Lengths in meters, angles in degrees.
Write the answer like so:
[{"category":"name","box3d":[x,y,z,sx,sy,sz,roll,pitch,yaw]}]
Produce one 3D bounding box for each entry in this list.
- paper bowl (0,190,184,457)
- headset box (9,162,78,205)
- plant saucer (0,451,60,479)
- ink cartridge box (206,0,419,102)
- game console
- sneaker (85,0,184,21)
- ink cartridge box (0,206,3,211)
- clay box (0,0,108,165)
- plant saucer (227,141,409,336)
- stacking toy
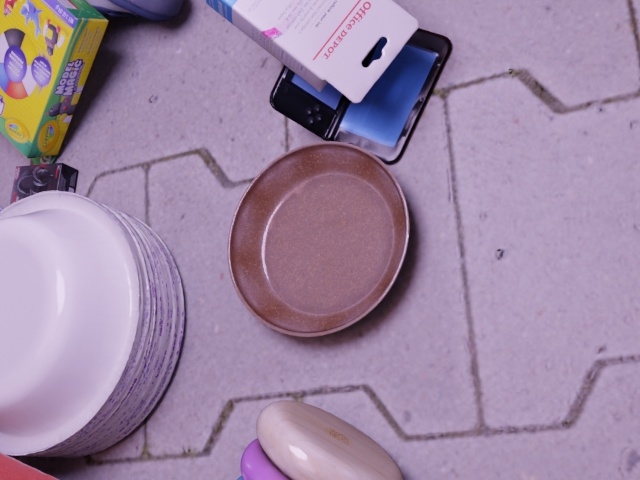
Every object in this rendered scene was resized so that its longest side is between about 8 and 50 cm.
[{"category":"paper bowl","box3d":[-0.300,0.086,0.902,0.284,0.148,0.284,-7,73,23]},{"category":"headset box","box3d":[-0.341,-0.059,1.028,0.083,0.032,0.062,-1,75,24]},{"category":"plant saucer","box3d":[-0.297,0.353,0.828,0.258,0.047,0.259,13,102,28]},{"category":"ink cartridge box","box3d":[-0.009,-0.218,0.805,0.181,0.061,0.104,38,86,-3]},{"category":"game console","box3d":[0.040,-0.170,0.846,0.085,0.124,0.144,20,84,56]},{"category":"sneaker","box3d":[-0.300,-0.303,1.053,0.319,0.112,0.131,28,110,29]},{"category":"ink cartridge box","box3d":[-0.501,0.011,1.080,0.206,0.045,0.208,41,94,30]},{"category":"clay box","box3d":[-0.346,-0.201,1.009,0.127,0.053,0.222,41,118,20]},{"category":"plant saucer","box3d":[0.000,0.000,0.841,0.198,0.036,0.199,-7,73,23]},{"category":"stacking toy","box3d":[-0.064,0.311,0.736,0.141,0.141,0.330,32,95,30]}]
